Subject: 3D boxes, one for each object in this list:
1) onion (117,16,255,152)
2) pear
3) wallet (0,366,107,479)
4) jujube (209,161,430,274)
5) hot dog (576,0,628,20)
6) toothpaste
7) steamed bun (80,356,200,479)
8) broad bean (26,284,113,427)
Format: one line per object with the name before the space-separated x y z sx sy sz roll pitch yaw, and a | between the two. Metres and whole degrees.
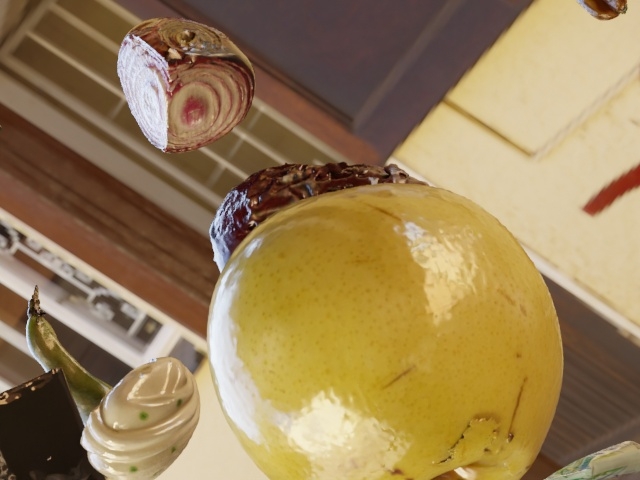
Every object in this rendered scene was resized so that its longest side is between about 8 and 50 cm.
onion | -0.238 -0.294 2.126 0.207 0.206 0.216 -14 -45 -32
pear | 0.062 0.109 1.161 0.348 0.348 0.348 -56 4 6
wallet | -0.376 0.335 1.675 0.146 0.285 0.030 -24 2 -34
jujube | 0.000 0.000 1.887 0.377 0.258 0.258 -5 37 32
hot dog | 0.307 -0.301 1.375 0.049 0.122 0.037 -45 -17 26
toothpaste | 0.397 0.315 1.670 0.075 0.048 0.297 -22 -15 31
steamed bun | -0.223 0.244 1.555 0.183 0.106 0.183 -49 -18 -22
broad bean | -0.365 0.212 1.798 0.075 0.325 0.067 -39 -4 -6
